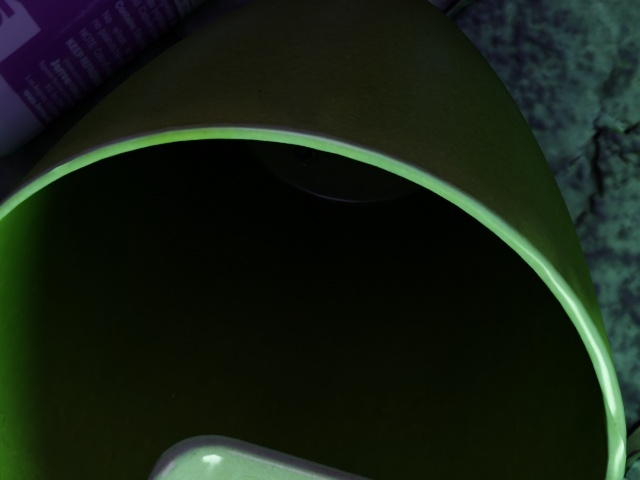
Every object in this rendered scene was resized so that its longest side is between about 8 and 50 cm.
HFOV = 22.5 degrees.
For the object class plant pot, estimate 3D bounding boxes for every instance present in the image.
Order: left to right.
[{"bbox_3d":[0.000,0.000,0.742,0.275,0.293,0.274,5,123,7],"label":"plant pot"}]

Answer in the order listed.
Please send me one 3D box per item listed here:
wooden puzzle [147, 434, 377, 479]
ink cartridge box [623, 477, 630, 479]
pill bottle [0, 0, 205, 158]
[{"bbox_3d":[0.029,0.184,0.658,0.239,0.044,0.221,14,123,-5],"label":"wooden puzzle"},{"bbox_3d":[0.120,0.163,0.765,0.060,0.180,0.104,26,82,7],"label":"ink cartridge box"},{"bbox_3d":[-0.111,-0.195,0.854,0.301,0.169,0.169,-40,80,-4],"label":"pill bottle"}]
